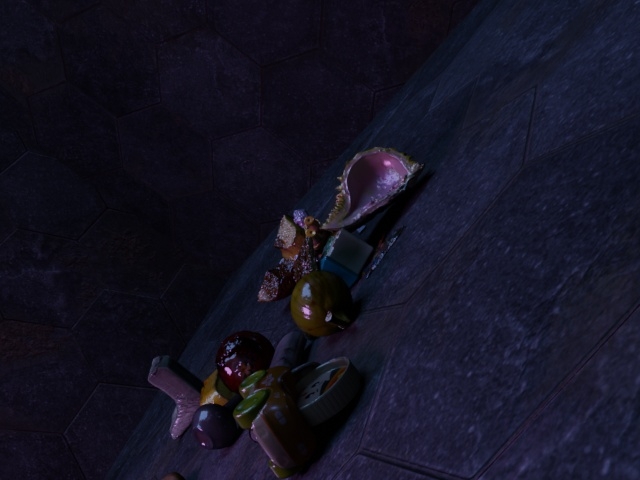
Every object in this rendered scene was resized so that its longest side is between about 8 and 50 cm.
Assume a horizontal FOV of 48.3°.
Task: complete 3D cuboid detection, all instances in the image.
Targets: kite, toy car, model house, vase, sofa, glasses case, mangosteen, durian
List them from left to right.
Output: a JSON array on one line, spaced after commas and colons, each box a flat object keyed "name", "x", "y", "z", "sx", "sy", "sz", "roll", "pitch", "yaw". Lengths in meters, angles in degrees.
[{"name": "sofa", "x": -0.521, "y": 0.531, "z": 2.469, "sx": 0.176, "sy": 0.225, "sz": 0.210, "roll": -50, "pitch": 12, "yaw": -2}, {"name": "vase", "x": -0.239, "y": 0.440, "z": 1.799, "sx": 0.183, "sy": 0.120, "sz": 0.120, "roll": -41, "pitch": -1, "yaw": -43}, {"name": "mangosteen", "x": -0.187, "y": 0.312, "z": 1.815, "sx": 0.166, "sy": 0.166, "sz": 0.180, "roll": -55, "pitch": 0, "yaw": -11}, {"name": "glasses case", "x": -0.095, "y": 0.325, "z": 1.623, "sx": 0.114, "sy": 0.060, "sz": 0.299, "roll": -54, "pitch": 8, "yaw": 26}, {"name": "toy car", "x": -0.026, "y": 0.287, "z": 1.284, "sx": 0.235, "sy": 0.145, "sz": 0.235, "roll": -32, "pitch": 10, "yaw": 6}, {"name": "model house", "x": 0.044, "y": 0.062, "z": 1.778, "sx": 0.148, "sy": 0.101, "sz": 0.127, "roll": -63, "pitch": 9, "yaw": -17}, {"name": "durian", "x": 0.128, "y": -0.106, "z": 1.872, "sx": 0.305, "sy": 0.185, "sz": 0.195, "roll": -43, "pitch": -27, "yaw": -3}, {"name": "kite", "x": 0.132, "y": 0.033, "z": 1.748, "sx": 0.232, "sy": 0.009, "sz": 0.189, "roll": -44, "pitch": 13, "yaw": 44}]

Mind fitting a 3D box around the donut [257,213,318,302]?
[{"name": "donut", "x": -0.081, "y": 0.082, "z": 2.271, "sx": 0.112, "sy": 0.151, "sz": 0.294, "roll": 28, "pitch": 100, "yaw": 64}]

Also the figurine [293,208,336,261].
[{"name": "figurine", "x": 0.001, "y": 0.000, "z": 1.932, "sx": 0.116, "sy": 0.240, "sz": 0.174, "roll": -10, "pitch": 69, "yaw": 26}]

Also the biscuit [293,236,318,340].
[{"name": "biscuit", "x": -0.030, "y": 0.117, "z": 1.765, "sx": 0.131, "sy": 0.026, "sz": 0.236, "roll": 112, "pitch": 155, "yaw": -48}]

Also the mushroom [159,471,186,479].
[{"name": "mushroom", "x": -0.396, "y": 0.654, "z": 1.863, "sx": 0.094, "sy": 0.072, "sz": 0.210, "roll": -44, "pitch": 4, "yaw": -26}]

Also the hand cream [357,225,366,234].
[{"name": "hand cream", "x": 0.117, "y": -0.038, "z": 2.091, "sx": 0.030, "sy": 0.019, "sz": 0.093, "roll": -50, "pitch": 16, "yaw": 5}]

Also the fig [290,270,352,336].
[{"name": "fig", "x": 0.019, "y": 0.144, "z": 1.573, "sx": 0.186, "sy": 0.147, "sz": 0.142, "roll": 23, "pitch": 55, "yaw": 42}]

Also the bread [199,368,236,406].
[{"name": "bread", "x": -0.284, "y": 0.438, "z": 2.023, "sx": 0.094, "sy": 0.102, "sz": 0.245, "roll": -50, "pitch": 11, "yaw": 4}]
